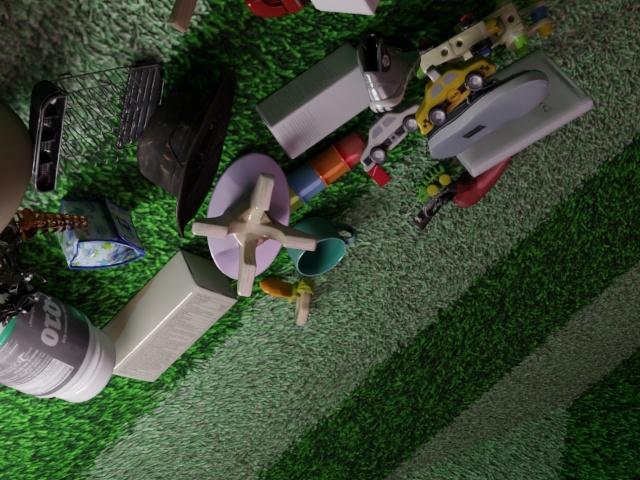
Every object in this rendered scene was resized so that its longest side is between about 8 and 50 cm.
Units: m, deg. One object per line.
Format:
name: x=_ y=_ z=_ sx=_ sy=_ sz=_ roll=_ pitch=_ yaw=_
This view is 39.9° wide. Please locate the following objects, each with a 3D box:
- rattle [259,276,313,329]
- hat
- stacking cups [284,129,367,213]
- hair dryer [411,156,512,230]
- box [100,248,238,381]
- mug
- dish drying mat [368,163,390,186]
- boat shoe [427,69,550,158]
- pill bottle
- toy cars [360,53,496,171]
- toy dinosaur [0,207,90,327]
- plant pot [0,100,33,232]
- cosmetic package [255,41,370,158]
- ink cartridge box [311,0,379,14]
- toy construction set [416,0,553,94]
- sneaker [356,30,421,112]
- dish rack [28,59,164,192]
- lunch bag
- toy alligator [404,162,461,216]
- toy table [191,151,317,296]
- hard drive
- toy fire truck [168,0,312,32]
rattle: x=-0.089 y=0.167 z=2.275 sx=0.142 sy=0.130 sz=0.200 roll=-9 pitch=167 yaw=-13
hat: x=-0.263 y=-0.174 z=1.631 sx=0.134 sy=0.331 sz=0.331 roll=18 pitch=132 yaw=-2
stacking cups: x=-0.036 y=-0.135 z=1.944 sx=0.316 sy=0.096 sz=0.096 roll=-38 pitch=145 yaw=1
hair dryer: x=0.363 y=-0.125 z=2.184 sx=0.293 sy=0.080 sz=0.223 roll=-40 pitch=176 yaw=-12
box: x=-0.356 y=0.178 z=2.039 sx=0.311 sy=0.121 sz=0.148 roll=-43 pitch=143 yaw=15
mug: x=-0.007 y=0.006 z=2.114 sx=0.158 sy=0.097 sz=0.129 roll=0 pitch=133 yaw=-38
dish drying mat: x=0.140 y=-0.155 z=2.106 sx=0.032 sy=0.008 sz=0.083 roll=-38 pitch=144 yaw=7
boat shoe: x=0.330 y=-0.279 z=1.793 sx=0.113 sy=0.105 sz=0.306 roll=5 pitch=155 yaw=-32
pill bottle: x=-0.600 y=0.205 z=1.819 sx=0.204 sy=0.204 sz=0.361 roll=-37 pitch=145 yaw=7
toy cars: x=0.188 y=-0.267 z=1.763 sx=0.176 sy=0.087 sz=0.393 roll=-52 pitch=-168 yaw=-31
toy dinosaur: x=-0.587 y=0.016 z=1.589 sx=0.322 sy=0.218 sz=0.164 roll=-28 pitch=158 yaw=3
plant pot: x=-0.575 y=-0.133 z=1.414 sx=0.191 sy=0.284 sz=0.284 roll=-47 pitch=168 yaw=-53
cosmetic package: x=-0.003 y=-0.282 z=1.784 sx=0.231 sy=0.085 sz=0.117 roll=-35 pitch=144 yaw=1
ink cartridge box: x=0.052 y=-0.527 z=1.382 sx=0.198 sy=0.115 sz=0.273 roll=44 pitch=65 yaw=-55
toy construction set: x=0.322 y=-0.396 z=1.851 sx=0.327 sy=0.151 sz=0.215 roll=-43 pitch=169 yaw=27
sneaker: x=0.130 y=-0.363 z=1.712 sx=0.086 sy=0.229 sz=0.132 roll=-9 pitch=129 yaw=25
dish rack: x=-0.388 y=-0.209 z=1.553 sx=0.271 sy=0.074 sz=0.208 roll=-21 pitch=148 yaw=-39
lunch bag: x=-0.432 y=-0.015 z=1.744 sx=0.151 sy=0.129 sz=0.096 roll=2 pitch=133 yaw=-37
toy alligator: x=0.265 y=-0.136 z=2.191 sx=0.189 sy=0.056 sz=0.051 roll=-41 pitch=102 yaw=15
toy table: x=-0.143 y=-0.033 z=1.818 sx=0.252 sy=0.161 sz=0.274 roll=-3 pitch=106 yaw=-11
hard drive: x=0.421 y=-0.291 z=1.983 sx=0.307 sy=0.203 sz=0.040 roll=-30 pitch=145 yaw=-2
toy fire truck: x=-0.132 y=-0.437 z=1.461 sx=0.246 sy=0.158 sz=0.217 roll=-26 pitch=147 yaw=13
